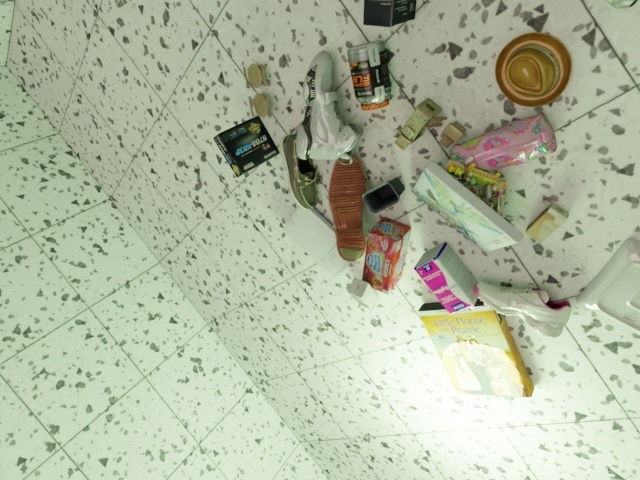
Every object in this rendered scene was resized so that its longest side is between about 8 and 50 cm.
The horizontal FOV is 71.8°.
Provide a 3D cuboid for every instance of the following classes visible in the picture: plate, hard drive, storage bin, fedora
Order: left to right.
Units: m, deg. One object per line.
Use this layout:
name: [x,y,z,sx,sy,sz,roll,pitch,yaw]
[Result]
hard drive: [0.000,0.000,1.892,0.318,0.040,0.210,43,135,6]
storage bin: [0.234,-0.162,1.565,0.135,0.091,0.098,-27,100,46]
fedora: [0.544,-0.434,1.148,0.194,0.079,0.194,20,129,26]
plate: [0.941,0.167,1.272,0.277,0.045,0.278,30,133,18]

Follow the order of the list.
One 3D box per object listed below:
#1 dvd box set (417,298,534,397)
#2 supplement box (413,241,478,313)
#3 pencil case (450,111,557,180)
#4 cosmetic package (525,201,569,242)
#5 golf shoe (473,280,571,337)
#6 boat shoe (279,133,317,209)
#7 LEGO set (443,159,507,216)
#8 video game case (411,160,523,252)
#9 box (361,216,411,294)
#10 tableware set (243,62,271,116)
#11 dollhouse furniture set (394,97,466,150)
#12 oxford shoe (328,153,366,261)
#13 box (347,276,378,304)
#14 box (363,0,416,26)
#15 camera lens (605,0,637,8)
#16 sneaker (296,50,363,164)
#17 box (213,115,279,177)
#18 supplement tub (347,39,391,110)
dvd box set: [0.594,0.416,1.699,0.307,0.062,0.420,-14,110,42]
supplement box: [0.457,0.135,1.580,0.220,0.114,0.111,50,135,-3]
pencil case: [0.512,-0.261,1.263,0.284,0.124,0.124,-14,109,42]
cosmetic package: [0.680,-0.052,1.328,0.060,0.041,0.115,37,135,11]
golf shoe: [0.672,0.196,1.469,0.306,0.115,0.140,26,121,13]
boat shoe: [-0.069,-0.263,1.720,0.091,0.109,0.305,0,114,43]
LEGO set: [0.473,-0.127,1.297,0.132,0.107,0.287,-10,145,38]
video game case: [0.433,-0.092,1.364,0.329,0.036,0.300,42,178,7]
box: [0.247,0.060,1.678,0.122,0.128,0.257,23,131,25]
tableware set: [-0.227,-0.573,1.685,0.128,0.039,0.194,15,121,45]
dollhouse furniture set: [0.327,-0.313,1.382,0.161,0.101,0.182,42,136,7]
oxford shoe: [0.095,-0.127,1.665,0.140,0.146,0.397,0,102,-2]
box: [0.174,0.216,1.754,0.063,0.067,0.324,23,171,19]
box: [0.192,-0.678,1.200,0.093,0.156,0.158,19,129,28]
camera lens: [0.590,-0.625,0.881,0.274,0.219,0.219,39,135,10]
sneaker: [0.046,-0.435,1.502,0.210,0.137,0.366,17,116,11]
box: [-0.286,-0.371,1.735,0.051,0.220,0.175,-18,106,48]
supplement tub: [0.155,-0.510,1.372,0.117,0.117,0.190,5,121,36]
